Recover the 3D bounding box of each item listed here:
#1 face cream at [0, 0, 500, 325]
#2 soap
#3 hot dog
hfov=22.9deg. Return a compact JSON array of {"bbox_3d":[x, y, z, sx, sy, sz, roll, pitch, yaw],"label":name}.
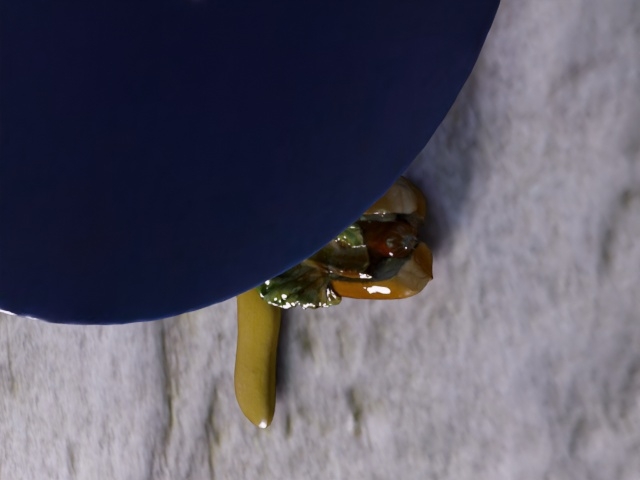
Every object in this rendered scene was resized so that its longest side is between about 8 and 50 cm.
[{"bbox_3d":[-0.093,-0.128,0.534,0.225,0.249,0.249,40,136,48],"label":"face cream"},{"bbox_3d":[-0.030,0.050,0.750,0.034,0.012,0.089,40,137,43],"label":"soap"},{"bbox_3d":[0.000,0.000,0.646,0.133,0.041,0.056,5,108,58],"label":"hot dog"}]
